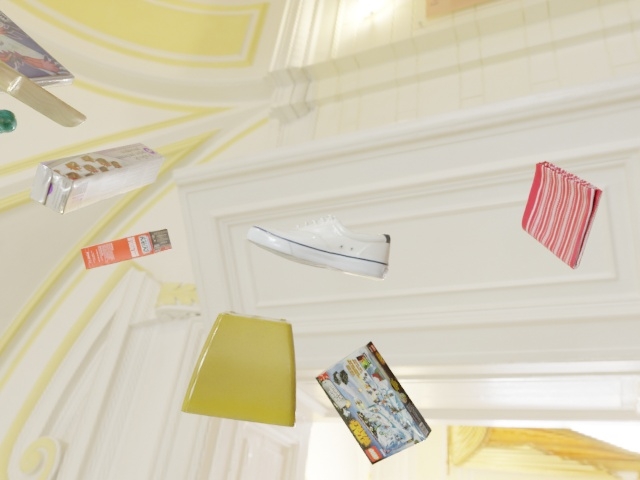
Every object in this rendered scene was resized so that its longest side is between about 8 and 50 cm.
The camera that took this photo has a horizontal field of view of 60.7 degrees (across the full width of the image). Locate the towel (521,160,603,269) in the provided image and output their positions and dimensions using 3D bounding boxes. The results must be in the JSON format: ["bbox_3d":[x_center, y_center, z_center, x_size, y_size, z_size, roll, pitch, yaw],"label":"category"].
[{"bbox_3d":[0.577,-0.071,1.336,0.275,0.031,0.198,-102,18,-68],"label":"towel"}]

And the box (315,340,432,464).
[{"bbox_3d":[0.067,0.212,0.711,0.137,0.094,0.027,56,-151,7],"label":"box"}]

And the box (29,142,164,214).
[{"bbox_3d":[-0.385,-0.120,0.981,0.067,0.063,0.324,-62,-1,19],"label":"box"}]

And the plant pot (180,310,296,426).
[{"bbox_3d":[-0.144,0.246,1.105,0.212,0.212,0.187,126,152,-83],"label":"plant pot"}]

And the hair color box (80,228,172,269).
[{"bbox_3d":[-0.431,0.018,1.220,0.093,0.167,0.053,-31,-73,-79],"label":"hair color box"}]

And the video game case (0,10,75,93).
[{"bbox_3d":[-0.523,-0.304,0.858,0.183,0.023,0.201,42,-155,-2],"label":"video game case"}]

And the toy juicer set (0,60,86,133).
[{"bbox_3d":[-0.482,-0.156,0.643,0.089,0.329,0.209,54,167,27],"label":"toy juicer set"}]

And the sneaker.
[{"bbox_3d":[0.000,0.000,0.973,0.094,0.258,0.091,84,-160,-80],"label":"sneaker"}]
